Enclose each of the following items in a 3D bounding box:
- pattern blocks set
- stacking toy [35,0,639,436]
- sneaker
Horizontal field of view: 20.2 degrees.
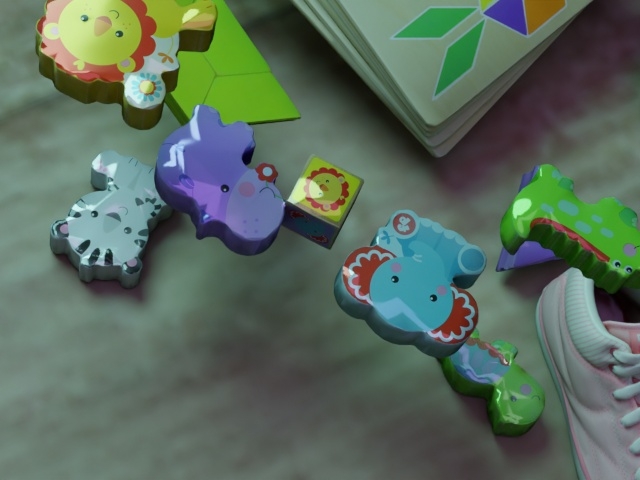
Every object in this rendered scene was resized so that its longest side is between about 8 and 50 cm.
[{"bbox_3d":[0.043,-0.143,0.731,0.285,0.026,0.325,-31,98,-19],"label":"pattern blocks set"},{"bbox_3d":[0.000,0.000,0.649,0.221,0.167,0.052,26,67,3],"label":"stacking toy"},{"bbox_3d":[0.126,0.065,0.692,0.051,0.070,0.134,-17,72,-16],"label":"sneaker"}]
